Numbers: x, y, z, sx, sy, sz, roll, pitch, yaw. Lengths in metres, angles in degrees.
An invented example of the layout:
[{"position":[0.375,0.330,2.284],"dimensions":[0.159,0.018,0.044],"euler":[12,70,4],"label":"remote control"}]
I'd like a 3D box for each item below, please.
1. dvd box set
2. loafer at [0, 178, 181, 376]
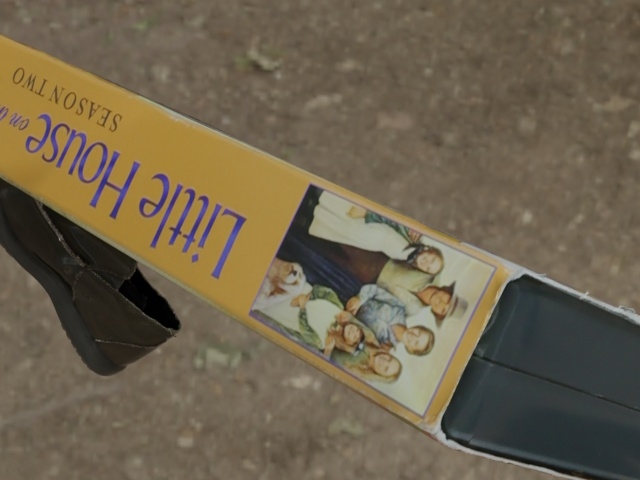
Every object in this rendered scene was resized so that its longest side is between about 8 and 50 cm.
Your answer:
[{"position":[0.000,0.000,0.598],"dimensions":[0.420,0.062,0.308],"euler":[27,4,43],"label":"dvd box set"},{"position":[-0.157,-0.005,0.849],"dimensions":[0.078,0.220,0.080],"euler":[-17,39,10],"label":"loafer"}]
